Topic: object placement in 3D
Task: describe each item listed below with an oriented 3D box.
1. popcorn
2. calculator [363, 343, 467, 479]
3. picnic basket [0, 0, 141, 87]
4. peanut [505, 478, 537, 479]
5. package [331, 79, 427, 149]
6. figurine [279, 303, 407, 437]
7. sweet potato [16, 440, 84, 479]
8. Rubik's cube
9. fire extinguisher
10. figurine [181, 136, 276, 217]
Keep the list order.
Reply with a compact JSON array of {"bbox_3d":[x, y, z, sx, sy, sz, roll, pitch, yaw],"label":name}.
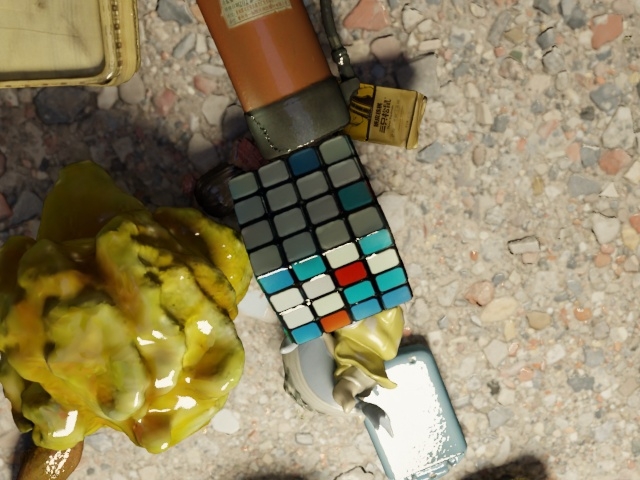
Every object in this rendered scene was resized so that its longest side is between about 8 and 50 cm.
[{"bbox_3d":[-0.197,0.070,0.924,0.326,0.290,0.321,-14,102,-31],"label":"popcorn"},{"bbox_3d":[0.117,0.231,1.107,0.121,0.039,0.210,-23,104,0],"label":"calculator"},{"bbox_3d":[-0.348,-0.272,0.878,0.313,0.175,0.227,-2,105,0],"label":"picnic basket"},{"bbox_3d":[0.198,0.425,1.119,0.290,0.130,0.130,-39,104,6],"label":"peanut"},{"bbox_3d":[0.057,-0.153,0.999,0.131,0.047,0.071,11,101,19],"label":"package"},{"bbox_3d":[0.038,0.143,1.024,0.184,0.128,0.208,-33,67,4],"label":"figurine"},{"bbox_3d":[-0.364,0.307,1.075,0.068,0.068,0.226,32,100,-11],"label":"sweet potato"},{"bbox_3d":[0.000,0.000,0.951,0.154,0.155,0.151,-23,143,2],"label":"Rubik's cube"},{"bbox_3d":[-0.064,-0.294,0.934,0.200,0.113,0.376,-33,104,-38],"label":"fire extinguisher"},{"bbox_3d":[-0.102,-0.084,1.003,0.129,0.054,0.072,-43,99,4],"label":"figurine"}]
